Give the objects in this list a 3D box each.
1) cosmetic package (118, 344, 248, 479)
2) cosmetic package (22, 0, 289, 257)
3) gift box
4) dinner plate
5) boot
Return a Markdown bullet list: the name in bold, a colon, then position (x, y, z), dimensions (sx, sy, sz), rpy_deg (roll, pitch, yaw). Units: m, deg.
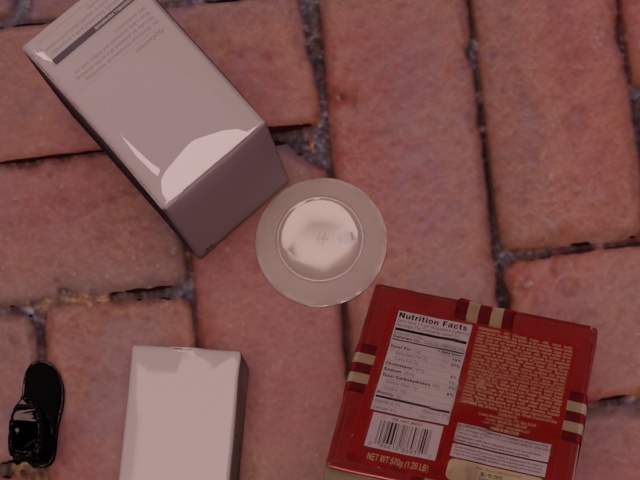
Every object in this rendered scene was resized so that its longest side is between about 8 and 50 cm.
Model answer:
- **cosmetic package**: position (-0.141, 0.228, 1.802), dimensions (0.117, 0.085, 0.231), rpy_deg (5, 76, 6)
- **cosmetic package**: position (-0.160, -0.125, 1.812), dimensions (0.138, 0.224, 0.225), rpy_deg (-40, 77, -5)
- **gift box**: position (0.113, 0.232, 1.675), dimensions (0.255, 0.258, 0.276), rpy_deg (15, 51, 11)
- **dinner plate**: position (0.000, 0.000, 1.878), dimensions (0.141, 0.017, 0.141), rpy_deg (-1, 77, 3)
- **boot**: position (-0.294, 0.177, 1.817), dimensions (0.045, 0.099, 0.121), rpy_deg (0, 77, 3)
